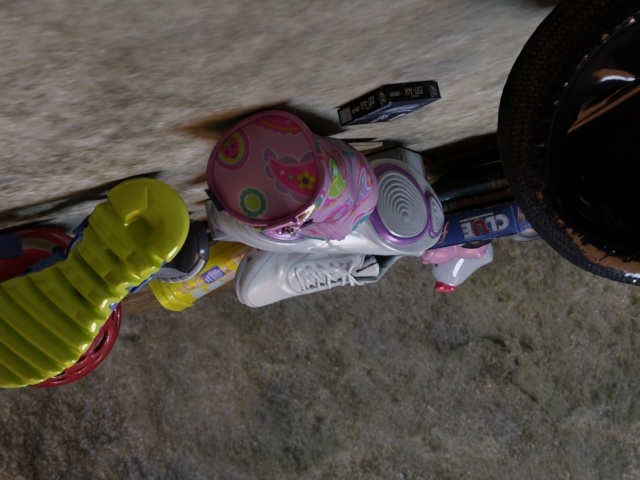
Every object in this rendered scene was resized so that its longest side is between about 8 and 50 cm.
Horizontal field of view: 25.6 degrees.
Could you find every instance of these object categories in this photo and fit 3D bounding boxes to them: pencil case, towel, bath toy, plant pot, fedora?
[{"bbox_3d":[-0.023,-0.058,1.428,0.124,0.124,0.284,-14,176,12],"label":"pencil case"},{"bbox_3d":[0.281,-0.089,1.996,0.271,0.040,0.370,-14,-175,9],"label":"towel"},{"bbox_3d":[0.215,-0.004,2.355,0.151,0.129,0.348,28,169,13],"label":"bath toy"},{"bbox_3d":[-0.348,0.076,1.732,0.191,0.191,0.174,-13,166,-5],"label":"plant pot"},{"bbox_3d":[0.300,-0.124,1.121,0.334,0.334,0.152,-14,-151,6],"label":"fedora"}]

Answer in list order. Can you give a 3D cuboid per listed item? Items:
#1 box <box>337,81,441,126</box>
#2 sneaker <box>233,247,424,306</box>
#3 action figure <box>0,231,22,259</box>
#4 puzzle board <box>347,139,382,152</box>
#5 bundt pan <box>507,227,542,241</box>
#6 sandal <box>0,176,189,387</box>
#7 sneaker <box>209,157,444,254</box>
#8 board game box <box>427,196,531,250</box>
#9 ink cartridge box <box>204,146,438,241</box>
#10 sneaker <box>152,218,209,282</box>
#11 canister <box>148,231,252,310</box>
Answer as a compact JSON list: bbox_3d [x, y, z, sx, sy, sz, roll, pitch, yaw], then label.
[{"bbox_3d":[0.067,-0.134,1.381,0.067,0.018,0.083,-9,173,-37],"label":"box"},{"bbox_3d":[0.015,0.022,1.982,0.292,0.118,0.110,-27,139,-1],"label":"sneaker"},{"bbox_3d":[-0.495,0.088,1.547,0.341,0.179,0.330,-9,-177,-35],"label":"action figure"},{"bbox_3d":[-0.005,-0.098,1.653,0.128,0.011,0.096,-16,175,37],"label":"puzzle board"},{"bbox_3d":[0.434,-0.081,2.381,0.330,0.124,0.331,-14,176,-1],"label":"bundt pan"},{"bbox_3d":[-0.270,0.049,1.592,0.317,0.126,0.138,-37,-174,6],"label":"sandal"},{"bbox_3d":[0.009,-0.040,1.695,0.305,0.114,0.152,4,174,-33],"label":"sneaker"},{"bbox_3d":[0.231,-0.033,1.931,0.165,0.042,0.243,-12,-176,29],"label":"board game box"},{"bbox_3d":[0.013,-0.056,1.900,0.275,0.060,0.239,-15,174,17],"label":"ink cartridge box"},{"bbox_3d":[-0.262,0.027,1.958,0.132,0.086,0.228,-6,172,-41],"label":"sneaker"},{"bbox_3d":[-0.165,0.032,2.104,0.170,0.073,0.126,-30,169,6],"label":"canister"}]
